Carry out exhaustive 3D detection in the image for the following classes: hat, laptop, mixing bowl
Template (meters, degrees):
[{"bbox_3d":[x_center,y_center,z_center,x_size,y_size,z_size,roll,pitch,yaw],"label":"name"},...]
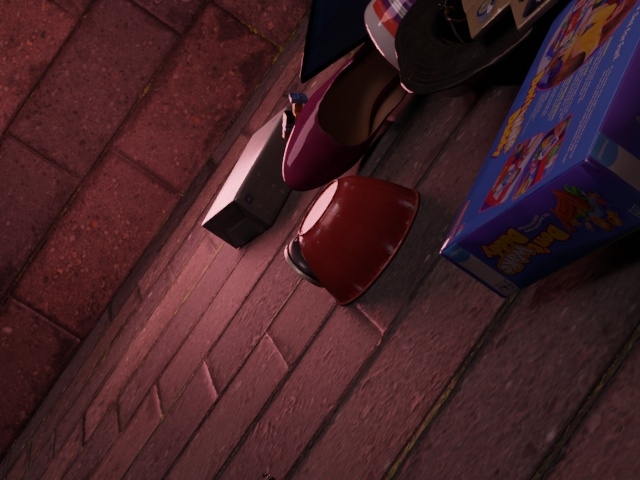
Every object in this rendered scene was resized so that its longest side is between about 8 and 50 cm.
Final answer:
[{"bbox_3d":[0.237,-0.274,1.479,0.331,0.134,0.331,-42,28,28],"label":"hat"},{"bbox_3d":[0.100,-0.361,1.896,0.264,0.137,0.234,-14,17,35],"label":"laptop"},{"bbox_3d":[0.035,-0.016,1.684,0.181,0.098,0.181,-53,13,18],"label":"mixing bowl"}]

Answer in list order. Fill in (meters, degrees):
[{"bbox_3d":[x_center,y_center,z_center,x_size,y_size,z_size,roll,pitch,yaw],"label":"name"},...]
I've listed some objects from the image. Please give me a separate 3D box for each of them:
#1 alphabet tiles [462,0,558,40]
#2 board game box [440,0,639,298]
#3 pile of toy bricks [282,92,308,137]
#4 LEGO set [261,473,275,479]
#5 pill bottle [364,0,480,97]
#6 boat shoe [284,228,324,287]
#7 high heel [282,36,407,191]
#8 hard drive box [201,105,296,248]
[{"bbox_3d":[0.253,-0.367,1.396,0.285,0.011,0.342,-42,29,27],"label":"alphabet tiles"},{"bbox_3d":[0.255,-0.135,1.142,0.347,0.078,0.233,-61,11,-28],"label":"board game box"},{"bbox_3d":[-0.014,-0.184,2.290,0.212,0.118,0.105,-113,25,-64],"label":"pile of toy bricks"},{"bbox_3d":[-0.079,0.307,1.492,0.083,0.023,0.054,-42,16,2],"label":"LEGO set"},{"bbox_3d":[0.214,-0.354,1.676,0.323,0.181,0.181,-49,15,26],"label":"pill bottle"},{"bbox_3d":[0.000,0.000,1.822,0.065,0.075,0.206,-54,8,20],"label":"boat shoe"},{"bbox_3d":[0.071,-0.239,1.999,0.377,0.127,0.181,-55,2,-12],"label":"high heel"},{"bbox_3d":[-0.112,-0.119,2.468,0.232,0.089,0.181,-63,15,-25],"label":"hard drive box"}]
